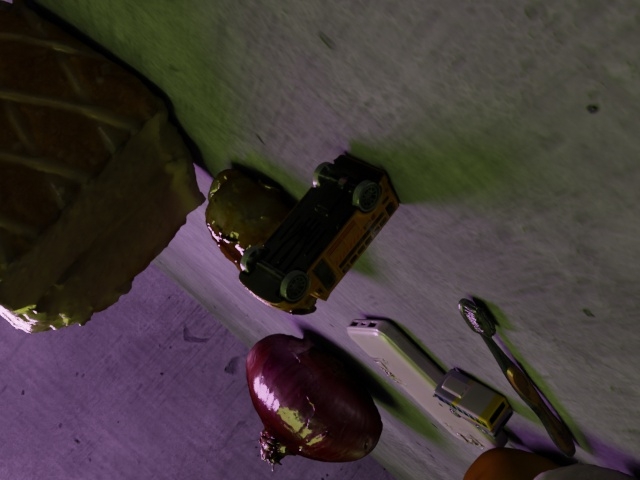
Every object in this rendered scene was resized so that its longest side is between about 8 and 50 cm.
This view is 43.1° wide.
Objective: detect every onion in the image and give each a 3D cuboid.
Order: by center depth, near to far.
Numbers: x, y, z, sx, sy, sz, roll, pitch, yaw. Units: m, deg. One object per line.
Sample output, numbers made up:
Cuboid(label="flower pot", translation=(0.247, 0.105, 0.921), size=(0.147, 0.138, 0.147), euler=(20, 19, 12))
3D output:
Cuboid(label="onion", translation=(-0.040, 0.374, 1.796), size=(0.347, 0.285, 0.347), euler=(40, 177, 2))

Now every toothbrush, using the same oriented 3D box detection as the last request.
Cuboid(label="toothbrush", translation=(0.236, 0.168, 0.942), size=(0.321, 0.023, 0.031), euler=(51, 171, -36))

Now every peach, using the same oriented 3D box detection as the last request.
Cuboid(label="peach", translation=(0.321, 0.398, 1.162), size=(0.251, 0.153, 0.251), euler=(39, 172, 7))

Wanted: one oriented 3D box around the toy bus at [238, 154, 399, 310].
Cuboid(label="toy bus", translation=(0.000, 0.000, 0.768), size=(0.069, 0.162, 0.074), euler=(29, 165, 41))

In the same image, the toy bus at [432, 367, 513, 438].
Cuboid(label="toy bus", translation=(0.208, 0.223, 1.124), size=(0.102, 0.052, 0.058), euler=(26, 157, 42))

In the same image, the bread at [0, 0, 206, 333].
Cuboid(label="bread", translation=(-0.427, -0.104, 1.179), size=(0.390, 0.371, 0.279), euler=(33, 160, 18))

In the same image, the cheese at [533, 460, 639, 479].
Cuboid(label="cheese", translation=(0.349, 0.356, 0.933), size=(0.198, 0.154, 0.189), euler=(53, 170, -25))

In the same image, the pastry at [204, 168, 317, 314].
Cuboid(label="pastry", translation=(-0.075, 0.005, 1.121), size=(0.229, 0.100, 0.218), euler=(44, 166, -7))

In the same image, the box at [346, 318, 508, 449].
Cuboid(label="box", translation=(0.164, 0.225, 1.271), size=(0.285, 0.044, 0.142), euler=(45, 164, -13))
